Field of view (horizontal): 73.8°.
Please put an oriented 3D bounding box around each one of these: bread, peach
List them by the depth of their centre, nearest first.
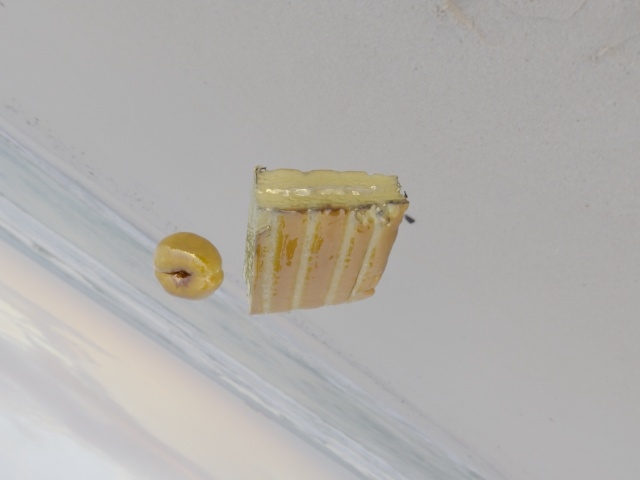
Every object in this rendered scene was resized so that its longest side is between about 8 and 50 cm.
[{"bbox_3d":[0.000,0.000,0.694,0.245,0.240,0.110,102,156,-43],"label":"bread"},{"bbox_3d":[-0.316,0.065,1.026,0.180,0.103,0.179,6,119,10],"label":"peach"}]
